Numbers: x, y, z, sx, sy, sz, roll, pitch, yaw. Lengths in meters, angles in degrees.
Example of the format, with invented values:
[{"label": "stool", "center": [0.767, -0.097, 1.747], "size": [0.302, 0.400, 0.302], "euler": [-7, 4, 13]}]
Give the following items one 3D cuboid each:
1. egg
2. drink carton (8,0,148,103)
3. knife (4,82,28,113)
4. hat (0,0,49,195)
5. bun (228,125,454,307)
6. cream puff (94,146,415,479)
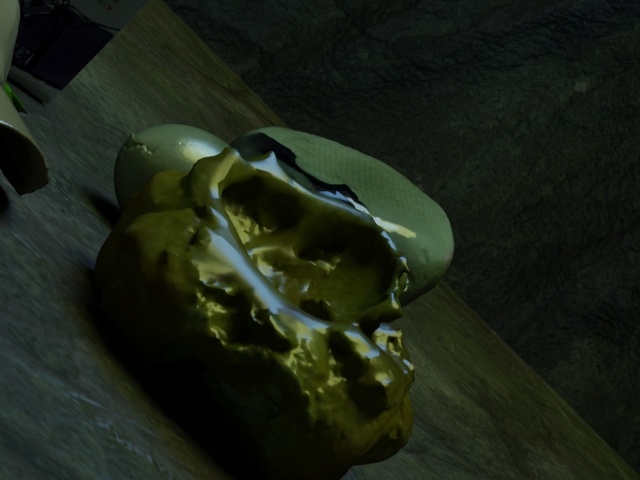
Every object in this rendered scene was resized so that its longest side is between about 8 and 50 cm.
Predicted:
[{"label": "egg", "center": [-0.119, -0.042, 1.492], "size": [0.152, 0.114, 0.114], "euler": [42, 8, -38]}, {"label": "drink carton", "center": [-0.236, -0.256, 1.577], "size": [0.102, 0.222, 0.134], "euler": [51, 8, 35]}, {"label": "knife", "center": [-0.270, -0.117, 1.403], "size": [0.078, 0.022, 0.166], "euler": [39, 8, -20]}, {"label": "hat", "center": [-0.260, -0.152, 1.186], "size": [0.226, 0.164, 0.219], "euler": [24, -8, 38]}, {"label": "bun", "center": [0.000, 0.000, 1.835], "size": [0.283, 0.179, 0.283], "euler": [25, 15, -7]}, {"label": "cream puff", "center": [-0.028, 0.046, 1.228], "size": [0.282, 0.185, 0.282], "euler": [47, 3, -3]}]
